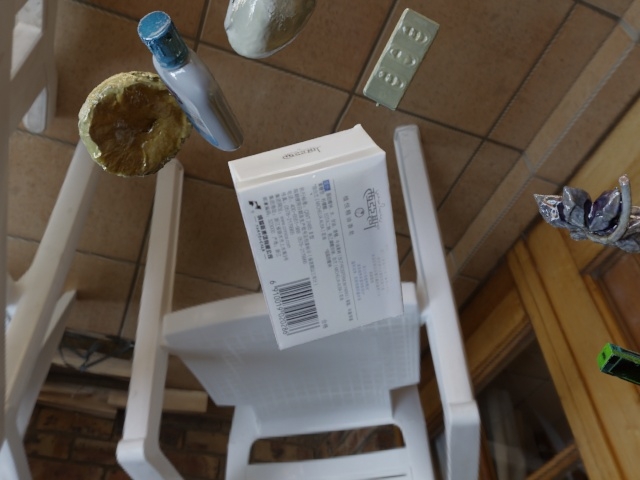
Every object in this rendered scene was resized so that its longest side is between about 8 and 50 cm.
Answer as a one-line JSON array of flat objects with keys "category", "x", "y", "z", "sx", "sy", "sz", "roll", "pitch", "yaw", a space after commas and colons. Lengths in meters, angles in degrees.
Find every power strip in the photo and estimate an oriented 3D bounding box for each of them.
[{"category": "power strip", "x": 0.210, "y": -0.470, "z": 1.574, "sx": 0.105, "sy": 0.070, "sz": 0.257, "roll": 28, "pitch": 101, "yaw": 4}]

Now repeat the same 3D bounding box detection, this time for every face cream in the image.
[{"category": "face cream", "x": -0.248, "y": -0.300, "z": 1.146, "sx": 0.080, "sy": 0.163, "sz": 0.337, "roll": -44, "pitch": 159, "yaw": -7}]

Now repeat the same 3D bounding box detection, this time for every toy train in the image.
[{"category": "toy train", "x": 0.593, "y": 0.236, "z": 1.041, "sx": 0.209, "sy": 0.042, "sz": 0.044, "roll": 20, "pitch": 122, "yaw": 0}]

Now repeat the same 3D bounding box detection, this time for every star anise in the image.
[{"category": "star anise", "x": 0.491, "y": -0.039, "z": 1.054, "sx": 0.230, "sy": 0.081, "sz": 0.262, "roll": 26, "pitch": 173, "yaw": 10}]

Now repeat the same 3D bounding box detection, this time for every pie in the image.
[{"category": "pie", "x": -0.531, "y": -0.328, "z": 1.721, "sx": 0.339, "sy": 0.083, "sz": 0.340, "roll": -19, "pitch": 137, "yaw": -18}]

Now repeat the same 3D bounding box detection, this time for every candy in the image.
[{"category": "candy", "x": -0.100, "y": -0.544, "z": 1.331, "sx": 0.185, "sy": 0.296, "sz": 0.296, "roll": 20, "pitch": 129, "yaw": -15}]

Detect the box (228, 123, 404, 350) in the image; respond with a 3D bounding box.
[{"category": "box", "x": -0.001, "y": -0.001, "z": 0.869, "sx": 0.203, "sy": 0.116, "sz": 0.275, "roll": -16, "pitch": 122, "yaw": -7}]
